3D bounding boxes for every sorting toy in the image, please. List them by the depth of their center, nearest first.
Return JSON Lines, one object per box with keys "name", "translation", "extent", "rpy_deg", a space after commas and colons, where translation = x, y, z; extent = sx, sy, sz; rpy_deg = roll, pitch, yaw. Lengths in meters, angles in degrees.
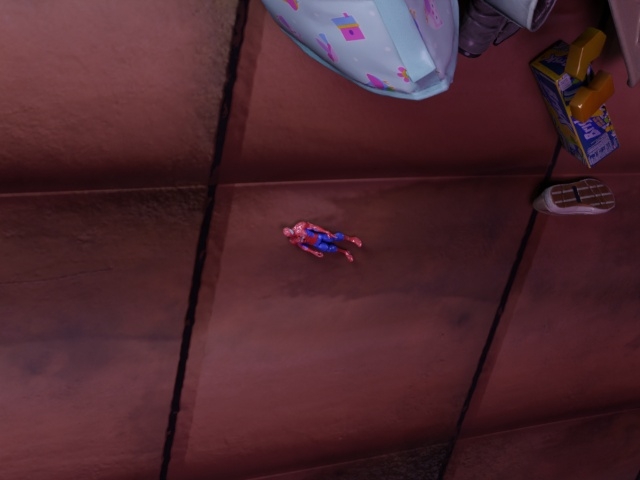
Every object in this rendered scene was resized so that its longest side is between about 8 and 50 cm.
{"name": "sorting toy", "translation": [0.391, -0.301, 1.242], "extent": [0.307, 0.041, 0.229], "rpy_deg": [-44, 138, -13]}

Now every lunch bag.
{"name": "lunch bag", "translation": [0.020, -0.265, 0.943], "extent": [0.160, 0.262, 0.223], "rpy_deg": [-35, 132, -2]}

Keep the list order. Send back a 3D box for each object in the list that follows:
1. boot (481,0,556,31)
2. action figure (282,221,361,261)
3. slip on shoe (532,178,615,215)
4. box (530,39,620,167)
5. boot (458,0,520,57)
{"name": "boot", "translation": [0.160, -0.331, 1.007], "extent": [0.076, 0.208, 0.190], "rpy_deg": [-23, 137, -36]}
{"name": "action figure", "translation": [0.000, 0.000, 1.284], "extent": [0.115, 0.030, 0.038], "rpy_deg": [15, 119, -34]}
{"name": "slip on shoe", "translation": [0.359, -0.056, 1.438], "extent": [0.135, 0.051, 0.041], "rpy_deg": [-8, 166, -35]}
{"name": "box", "translation": [0.332, -0.175, 1.321], "extent": [0.054, 0.059, 0.169], "rpy_deg": [-37, 133, -2]}
{"name": "boot", "translation": [0.245, -0.313, 1.167], "extent": [0.246, 0.083, 0.161], "rpy_deg": [-32, 158, -30]}
